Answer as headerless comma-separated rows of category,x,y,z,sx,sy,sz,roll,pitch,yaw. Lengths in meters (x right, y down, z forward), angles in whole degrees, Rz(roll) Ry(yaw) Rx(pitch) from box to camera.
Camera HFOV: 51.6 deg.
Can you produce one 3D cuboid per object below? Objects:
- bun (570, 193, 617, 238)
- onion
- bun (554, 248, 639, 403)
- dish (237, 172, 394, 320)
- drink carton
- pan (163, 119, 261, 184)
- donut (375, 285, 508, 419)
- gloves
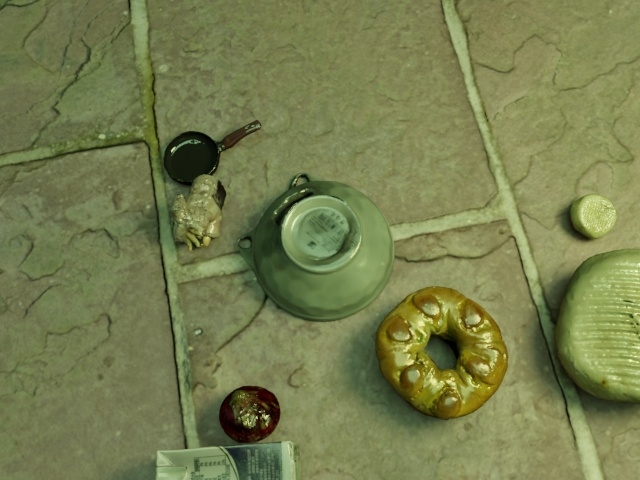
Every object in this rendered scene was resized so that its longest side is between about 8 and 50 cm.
bun,0.507,-0.045,1.239,0.086,0.055,0.086,0,84,-4
onion,-0.121,0.300,1.137,0.107,0.097,0.107,1,33,0
bun,0.536,0.148,1.116,0.273,0.168,0.272,-5,73,17
dish,0.000,0.000,1.213,0.304,0.120,0.302,0,73,1
drink carton,-0.147,0.387,1.084,0.223,0.134,0.101,-5,74,1
pan,-0.212,-0.185,1.323,0.212,0.040,0.114,-25,72,2
donut,0.207,0.194,1.141,0.227,0.114,0.226,-1,71,3
gloves,-0.235,-0.055,1.254,0.094,0.110,0.144,16,44,16
